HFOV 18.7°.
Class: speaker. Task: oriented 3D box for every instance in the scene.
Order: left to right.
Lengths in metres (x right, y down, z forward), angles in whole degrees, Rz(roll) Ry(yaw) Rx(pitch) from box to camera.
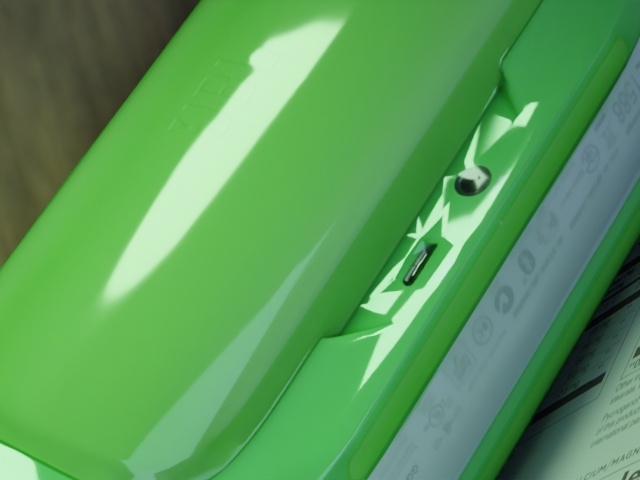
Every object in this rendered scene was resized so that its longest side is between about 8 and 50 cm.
[{"bbox_3d":[0.000,0.000,0.483,0.131,0.131,0.296,38,68,-9],"label":"speaker"}]

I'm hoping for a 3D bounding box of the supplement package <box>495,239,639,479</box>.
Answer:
[{"bbox_3d":[0.130,0.115,0.438,0.199,0.198,0.262,38,54,-9],"label":"supplement package"}]
